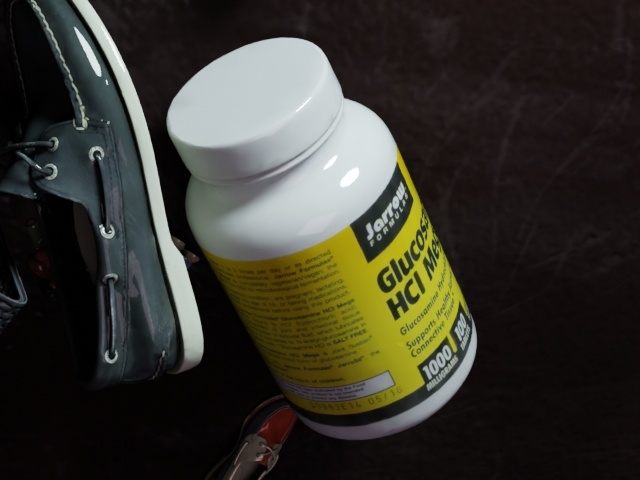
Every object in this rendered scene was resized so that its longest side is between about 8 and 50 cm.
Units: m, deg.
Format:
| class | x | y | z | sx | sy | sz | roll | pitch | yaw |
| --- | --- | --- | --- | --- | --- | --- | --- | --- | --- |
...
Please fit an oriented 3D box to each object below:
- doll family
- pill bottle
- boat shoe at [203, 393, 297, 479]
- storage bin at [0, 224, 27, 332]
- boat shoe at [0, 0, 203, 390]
| class | x | y | z | sx | sy | sz | roll | pitch | yaw |
| --- | --- | --- | --- | --- | --- | --- | --- | --- | --- |
| doll family | -0.184 | 0.026 | 1.384 | 0.193 | 0.076 | 0.111 | 36 | 82 | -30 |
| pill bottle | 0.000 | 0.000 | 1.377 | 0.188 | 0.188 | 0.334 | -30 | 126 | -4 |
| boat shoe | -0.064 | 0.211 | 1.567 | 0.049 | 0.043 | 0.137 | 32 | 102 | -32 |
| storage bin | -0.316 | 0.013 | 1.258 | 0.122 | 0.180 | 0.084 | 34 | 103 | -34 |
| boat shoe | -0.198 | -0.039 | 1.254 | 0.113 | 0.127 | 0.340 | -23 | 107 | -29 |
